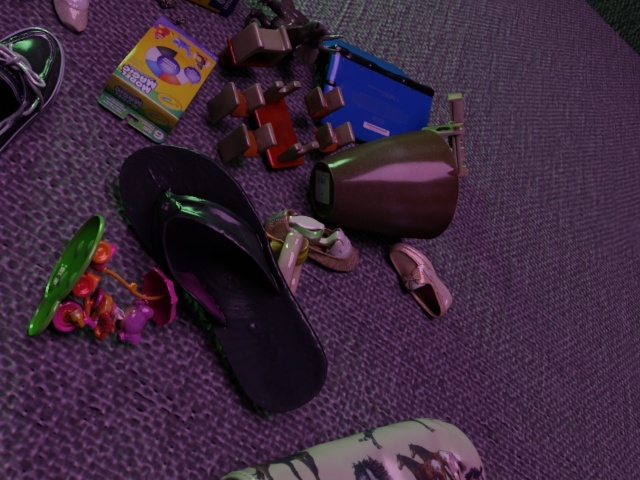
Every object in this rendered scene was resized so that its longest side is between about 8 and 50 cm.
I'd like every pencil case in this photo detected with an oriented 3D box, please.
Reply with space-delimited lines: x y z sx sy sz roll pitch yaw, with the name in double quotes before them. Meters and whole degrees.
"pencil case" 0.062 0.365 0.889 0.410 0.160 0.184 -2 57 -40

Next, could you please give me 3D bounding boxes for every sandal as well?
"sandal" -0.136 0.041 0.912 0.446 0.167 0.107 55 2 4

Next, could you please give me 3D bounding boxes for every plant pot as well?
"plant pot" 0.103 -0.101 1.210 0.230 0.215 0.216 -5 66 -26

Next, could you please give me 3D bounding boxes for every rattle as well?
"rattle" -0.098 0.076 1.016 0.142 0.130 0.200 17 83 -11

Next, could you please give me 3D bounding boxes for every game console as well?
"game console" 0.095 -0.336 1.458 0.293 0.173 0.250 14 87 -32

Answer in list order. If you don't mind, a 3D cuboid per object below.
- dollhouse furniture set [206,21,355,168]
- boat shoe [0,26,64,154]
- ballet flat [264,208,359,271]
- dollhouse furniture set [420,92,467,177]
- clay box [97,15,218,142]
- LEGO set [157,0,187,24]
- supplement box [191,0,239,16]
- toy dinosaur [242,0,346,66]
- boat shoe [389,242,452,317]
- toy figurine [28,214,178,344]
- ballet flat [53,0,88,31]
"dollhouse furniture set" -0.097 -0.261 1.208 0.262 0.135 0.259 -11 83 -43
"boat shoe" -0.439 -0.215 0.884 0.113 0.105 0.306 36 47 -17
"ballet flat" 0.000 0.000 1.137 0.206 0.067 0.073 20 52 -30
"dollhouse furniture set" 0.274 -0.251 1.461 0.161 0.101 0.182 -73 155 -62
"clay box" -0.274 -0.278 1.098 0.127 0.053 0.222 34 46 -17
"LEGO set" -0.290 -0.449 1.220 0.054 0.023 0.083 -18 89 -42
"supplement box" -0.287 -0.616 1.201 0.356 0.194 0.195 13 56 -33
"toy dinosaur" -0.069 -0.446 1.346 0.160 0.121 0.313 33 15 -23
"boat shoe" 0.193 0.079 1.249 0.170 0.063 0.059 48 38 -6
"toy figurine" -0.269 0.080 0.849 0.159 0.130 0.173 34 68 -31
"ballet flat" -0.420 -0.430 1.074 0.057 0.052 0.168 1 63 -39
